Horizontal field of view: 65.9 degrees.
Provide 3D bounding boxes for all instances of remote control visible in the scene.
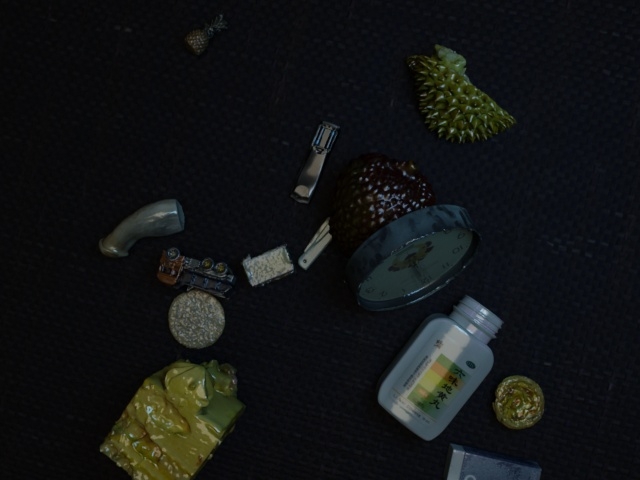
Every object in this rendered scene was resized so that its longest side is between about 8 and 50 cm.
[{"bbox_3d":[-0.013,-0.193,1.219,0.059,0.028,0.212,22,91,3],"label":"remote control"}]

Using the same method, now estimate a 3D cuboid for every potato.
[{"bbox_3d":[-0.126,0.061,1.209,0.122,0.061,0.086,-21,89,5],"label":"potato"}]

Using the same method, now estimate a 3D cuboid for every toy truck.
[{"bbox_3d":[-0.297,0.086,1.199,0.191,0.083,0.092,16,77,4],"label":"toy truck"}]

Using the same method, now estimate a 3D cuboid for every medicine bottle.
[{"bbox_3d":[0.284,0.285,1.150,0.179,0.124,0.324,38,91,4],"label":"medicine bottle"}]

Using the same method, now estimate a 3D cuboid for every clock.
[{"bbox_3d":[0.201,0.047,1.070,0.312,0.313,0.062,-27,58,3],"label":"clock"}]

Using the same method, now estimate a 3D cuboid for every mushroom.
[{"bbox_3d":[-0.445,-0.028,1.220,0.223,0.092,0.081,-27,44,0],"label":"mushroom"}]

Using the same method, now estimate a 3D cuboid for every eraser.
[{"bbox_3d":[0.408,0.556,1.175,0.212,0.046,0.092,11,91,4],"label":"eraser"}]

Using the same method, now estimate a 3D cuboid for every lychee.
[{"bbox_3d":[0.131,-0.072,1.117,0.235,0.236,0.271,38,114,3],"label":"lychee"}]

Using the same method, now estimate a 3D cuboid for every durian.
[{"bbox_3d":[0.314,-0.344,1.145,0.306,0.172,0.166,38,68,11],"label":"durian"}]

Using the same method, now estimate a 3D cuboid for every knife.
[{"bbox_3d":[0.000,0.000,1.219,0.044,0.023,0.162,39,92,1],"label":"knife"}]

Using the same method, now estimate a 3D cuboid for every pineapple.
[{"bbox_3d":[-0.282,-0.519,1.236,0.058,0.058,0.124,45,78,3],"label":"pineapple"}]

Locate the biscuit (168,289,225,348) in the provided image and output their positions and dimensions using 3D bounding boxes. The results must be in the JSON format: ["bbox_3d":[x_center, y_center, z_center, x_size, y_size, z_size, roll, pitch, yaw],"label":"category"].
[{"bbox_3d":[-0.310,0.197,1.239,0.151,0.020,0.152,0,91,3],"label":"biscuit"}]

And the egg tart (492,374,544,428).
[{"bbox_3d":[0.467,0.383,1.174,0.128,0.049,0.129,0,88,-2],"label":"egg tart"}]

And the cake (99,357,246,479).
[{"bbox_3d":[-0.312,0.405,1.134,0.222,0.227,0.286,39,92,4],"label":"cake"}]
